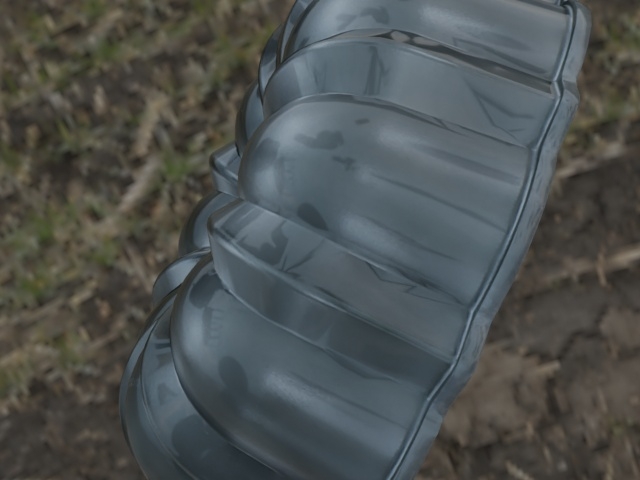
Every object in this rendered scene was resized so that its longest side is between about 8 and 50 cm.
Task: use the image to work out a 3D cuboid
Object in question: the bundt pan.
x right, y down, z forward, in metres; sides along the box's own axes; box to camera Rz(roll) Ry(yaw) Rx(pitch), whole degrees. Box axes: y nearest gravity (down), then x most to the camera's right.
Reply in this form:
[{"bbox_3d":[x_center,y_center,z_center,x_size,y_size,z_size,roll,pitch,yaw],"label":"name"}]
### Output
[{"bbox_3d":[0.000,0.000,0.958,0.124,0.331,0.331,24,48,-7],"label":"bundt pan"}]
